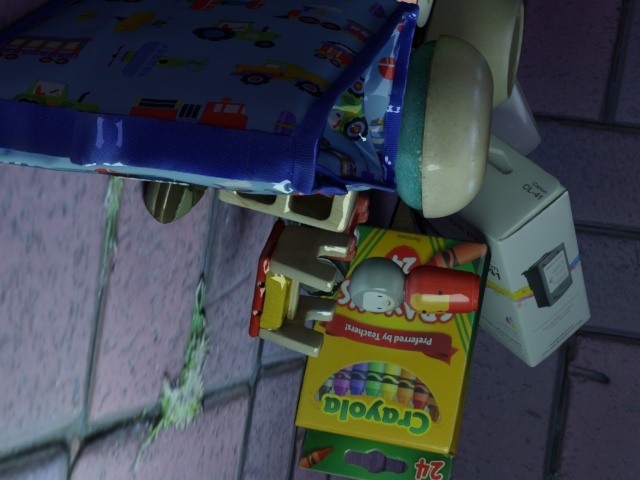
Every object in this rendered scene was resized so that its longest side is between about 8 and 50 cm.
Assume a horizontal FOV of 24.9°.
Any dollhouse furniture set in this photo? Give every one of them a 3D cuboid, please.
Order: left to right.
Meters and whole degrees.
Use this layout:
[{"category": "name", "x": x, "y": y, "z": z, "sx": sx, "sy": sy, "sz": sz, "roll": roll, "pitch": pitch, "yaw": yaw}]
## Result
[{"category": "dollhouse furniture set", "x": -0.022, "y": -0.107, "z": 1.333, "sx": 0.201, "sy": 0.152, "sz": 0.374, "roll": -66, "pitch": 169, "yaw": -51}]

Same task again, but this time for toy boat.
[{"category": "toy boat", "x": 0.110, "y": -0.065, "z": 1.605, "sx": 0.267, "sy": 0.148, "sz": 0.318, "roll": -64, "pitch": 157, "yaw": -71}]

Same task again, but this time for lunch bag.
[{"category": "lunch bag", "x": -0.080, "y": -0.086, "z": 0.873, "sx": 0.293, "sy": 0.221, "sz": 0.138, "roll": -39, "pitch": 136, "yaw": -72}]

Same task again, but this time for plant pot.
[{"category": "plant pot", "x": 0.161, "y": -0.261, "z": 1.897, "sx": 0.284, "sy": 0.191, "sz": 0.284, "roll": 9, "pitch": 90, "yaw": -77}]

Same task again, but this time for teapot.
[{"category": "teapot", "x": 0.203, "y": -0.209, "z": 2.161, "sx": 0.256, "sy": 0.187, "sz": 0.252, "roll": 51, "pitch": 19, "yaw": -51}]

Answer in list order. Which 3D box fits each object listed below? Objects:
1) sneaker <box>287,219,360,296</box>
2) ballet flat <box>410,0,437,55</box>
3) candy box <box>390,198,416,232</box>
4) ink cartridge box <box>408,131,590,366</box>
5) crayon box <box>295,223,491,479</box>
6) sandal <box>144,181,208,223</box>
[{"category": "sneaker", "x": 0.000, "y": 0.000, "z": 1.616, "sx": 0.234, "sy": 0.078, "sz": 0.106, "roll": 72, "pitch": 27, "yaw": -68}, {"category": "ballet flat", "x": 0.093, "y": -0.272, "z": 1.612, "sx": 0.316, "sy": 0.108, "sz": 0.106, "roll": 66, "pitch": 27, "yaw": -77}, {"category": "candy box", "x": 0.142, "y": 0.074, "z": 2.272, "sx": 0.183, "sy": 0.088, "sz": 0.316, "roll": 84, "pitch": 19, "yaw": -44}, {"category": "ink cartridge box", "x": 0.243, "y": 0.002, "z": 2.025, "sx": 0.131, "sy": 0.226, "sz": 0.306, "roll": -40, "pitch": 141, "yaw": -13}, {"category": "crayon box", "x": 0.090, "y": 0.148, "z": 1.832, "sx": 0.081, "sy": 0.202, "sz": 0.318, "roll": 44, "pitch": 55, "yaw": -74}, {"category": "sandal", "x": -0.101, "y": -0.120, "z": 1.143, "sx": 0.090, "sy": 0.060, "sz": 0.219, "roll": -17, "pitch": 131, "yaw": -59}]
